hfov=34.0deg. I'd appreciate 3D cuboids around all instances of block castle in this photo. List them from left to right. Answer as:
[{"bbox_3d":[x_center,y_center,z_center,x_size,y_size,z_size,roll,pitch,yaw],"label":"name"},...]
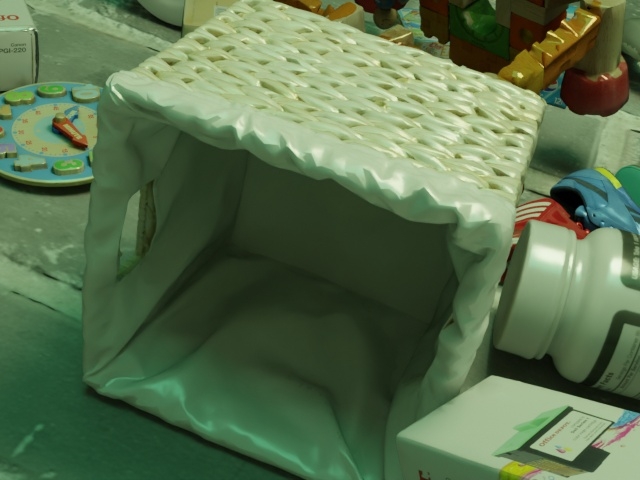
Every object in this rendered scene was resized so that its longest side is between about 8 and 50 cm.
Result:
[{"bbox_3d":[0.140,-0.243,1.342,0.303,0.213,0.453,-39,53,-25],"label":"block castle"}]

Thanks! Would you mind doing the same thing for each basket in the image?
[{"bbox_3d":[0.000,0.000,0.923,0.331,0.328,0.266,21,37,12],"label":"basket"}]

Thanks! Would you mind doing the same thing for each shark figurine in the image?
[{"bbox_3d":[0.516,-0.293,1.547,0.166,0.116,0.278,23,21,-37],"label":"shark figurine"}]

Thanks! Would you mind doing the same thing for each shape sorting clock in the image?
[{"bbox_3d":[-0.305,-0.130,1.226,0.206,0.040,0.206,8,39,-6],"label":"shape sorting clock"}]

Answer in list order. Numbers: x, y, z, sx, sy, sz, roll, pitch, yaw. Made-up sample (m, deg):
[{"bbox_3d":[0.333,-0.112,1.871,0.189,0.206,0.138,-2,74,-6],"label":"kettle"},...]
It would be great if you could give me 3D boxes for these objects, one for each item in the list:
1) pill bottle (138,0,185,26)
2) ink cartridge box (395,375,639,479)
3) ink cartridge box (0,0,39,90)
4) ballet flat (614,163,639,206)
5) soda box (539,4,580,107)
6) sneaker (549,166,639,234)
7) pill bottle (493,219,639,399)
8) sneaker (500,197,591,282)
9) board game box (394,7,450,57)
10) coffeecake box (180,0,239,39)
[{"bbox_3d":[-0.139,-0.461,1.558,0.188,0.188,0.334,22,39,12],"label":"pill bottle"},{"bbox_3d":[0.196,0.227,0.709,0.117,0.201,0.278,-23,19,-34],"label":"ink cartridge box"},{"bbox_3d":[-0.457,-0.278,1.326,0.158,0.092,0.218,-8,41,-23],"label":"ink cartridge box"},{"bbox_3d":[0.430,-0.009,1.266,0.068,0.072,0.213,21,28,-42],"label":"ballet flat"},{"bbox_3d":[0.353,-0.284,1.567,0.071,0.067,0.210,17,40,6],"label":"soda box"},{"bbox_3d":[0.353,-0.009,1.236,0.082,0.069,0.209,-17,45,-22],"label":"sneaker"},{"bbox_3d":[0.327,0.079,1.043,0.283,0.161,0.161,15,39,4],"label":"pill bottle"},{"bbox_3d":[0.308,0.004,1.191,0.221,0.087,0.128,14,40,0],"label":"sneaker"},{"bbox_3d":[0.196,-0.314,1.595,0.154,0.026,0.103,2,39,-12],"label":"board game box"},{"bbox_3d":[-0.136,-0.206,1.247,0.068,0.185,0.142,5,40,-9],"label":"coffeecake box"}]
